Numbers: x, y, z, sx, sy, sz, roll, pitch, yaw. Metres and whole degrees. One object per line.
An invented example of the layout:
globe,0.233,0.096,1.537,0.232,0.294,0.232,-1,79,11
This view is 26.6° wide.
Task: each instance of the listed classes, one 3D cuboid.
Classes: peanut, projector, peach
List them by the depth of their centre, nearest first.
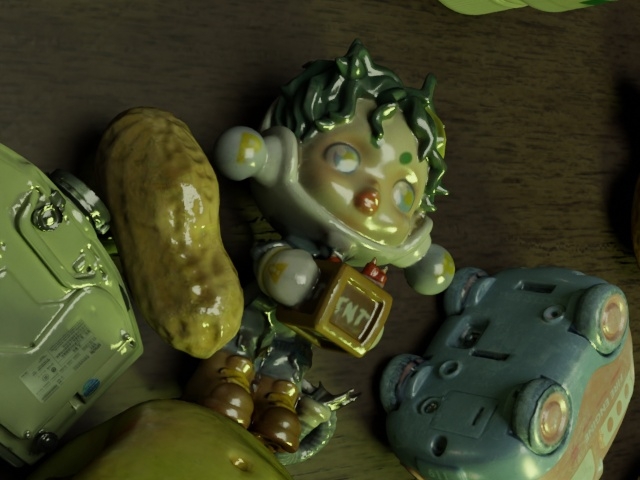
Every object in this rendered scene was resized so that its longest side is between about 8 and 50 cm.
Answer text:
projector,-0.249,0.031,1.053,0.193,0.088,0.269,-47,127,-19
peach,-0.128,0.295,1.055,0.314,0.281,0.316,-49,118,-16
peanut,-0.125,-0.010,1.131,0.095,0.108,0.226,-8,73,-34

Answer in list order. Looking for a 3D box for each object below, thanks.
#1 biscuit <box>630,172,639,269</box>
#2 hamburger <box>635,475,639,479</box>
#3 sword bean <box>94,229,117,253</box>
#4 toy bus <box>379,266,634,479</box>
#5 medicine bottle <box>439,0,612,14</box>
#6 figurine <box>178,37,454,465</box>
biscuit,0.477,-0.140,1.745,0.283,0.064,0.432,46,61,-40
hamburger,0.448,0.348,1.660,0.181,0.118,0.191,-20,105,-43
sword bean,-0.200,-0.008,1.171,0.269,0.038,0.043,-1,114,-41
toy bus,0.219,0.176,1.432,0.294,0.197,0.232,-53,130,-31
medicine bottle,0.267,-0.345,1.391,0.208,0.339,0.208,3,86,-40
figurine,-0.001,-0.002,1.243,0.261,0.186,0.382,37,66,-37
